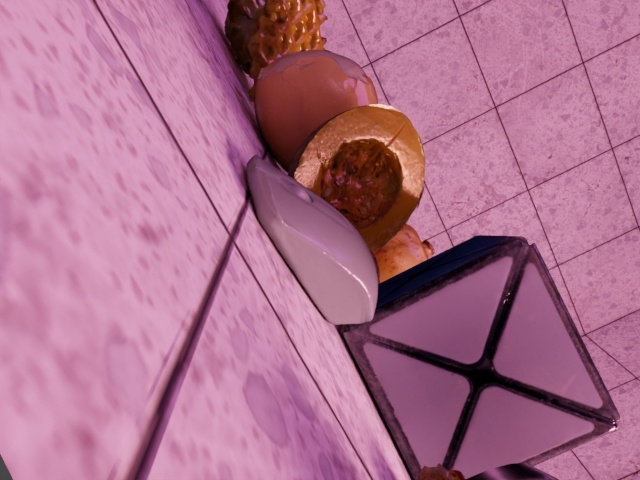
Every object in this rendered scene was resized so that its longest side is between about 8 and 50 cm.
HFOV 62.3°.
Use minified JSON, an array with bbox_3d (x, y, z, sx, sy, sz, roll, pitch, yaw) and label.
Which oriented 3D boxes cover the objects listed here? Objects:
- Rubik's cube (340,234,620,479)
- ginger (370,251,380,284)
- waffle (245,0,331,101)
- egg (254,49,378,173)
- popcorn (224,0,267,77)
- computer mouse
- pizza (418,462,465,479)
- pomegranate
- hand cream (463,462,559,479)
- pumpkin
[{"bbox_3d":[0.195,0.155,0.726,0.255,0.260,0.259,63,7,0],"label":"Rubik's cube"},{"bbox_3d":[0.062,0.057,0.944,0.148,0.081,0.334,47,-8,39],"label":"ginger"},{"bbox_3d":[-0.047,-0.368,1.044,0.051,0.291,0.291,22,-18,29],"label":"waffle"},{"bbox_3d":[0.000,-0.195,0.871,0.201,0.201,0.244,-99,174,-75],"label":"egg"},{"bbox_3d":[-0.115,-0.449,1.146,0.221,0.183,0.204,-116,-153,-48],"label":"popcorn"},{"bbox_3d":[0.000,0.000,0.564,0.231,0.079,0.128,55,6,-41],"label":"computer mouse"},{"bbox_3d":[0.137,0.303,0.435,0.226,0.069,0.147,-119,-167,-57],"label":"pizza"},{"bbox_3d":[0.161,0.051,1.223,0.215,0.215,0.215,63,5,-9],"label":"pomegranate"},{"bbox_3d":[0.136,0.296,0.237,0.185,0.118,0.359,70,4,-51],"label":"hand cream"},{"bbox_3d":[0.035,-0.088,0.760,0.110,0.217,0.217,29,-27,54],"label":"pumpkin"}]
